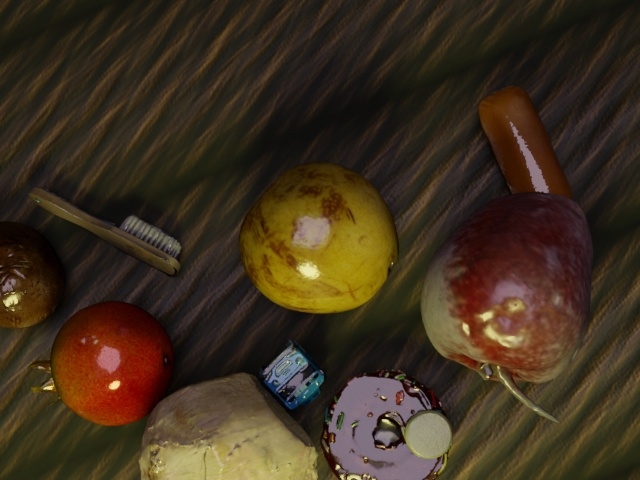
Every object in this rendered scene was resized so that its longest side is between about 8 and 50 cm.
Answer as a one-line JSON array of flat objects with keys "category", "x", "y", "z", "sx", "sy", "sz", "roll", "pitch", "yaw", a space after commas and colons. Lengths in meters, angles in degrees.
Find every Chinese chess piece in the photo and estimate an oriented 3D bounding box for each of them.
[{"category": "Chinese chess piece", "x": 0.187, "y": 0.334, "z": 1.700, "sx": 0.084, "sy": 0.034, "sz": 0.084, "roll": 0, "pitch": 84, "yaw": 0}]

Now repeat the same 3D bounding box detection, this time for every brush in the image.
[{"category": "brush", "x": -0.400, "y": -0.033, "z": 1.865, "sx": 0.328, "sy": 0.070, "sz": 0.065, "roll": 25, "pitch": 66, "yaw": 8}]

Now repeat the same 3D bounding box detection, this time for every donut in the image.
[{"category": "donut", "x": 0.118, "y": 0.346, "z": 1.762, "sx": 0.235, "sy": 0.089, "sz": 0.235, "roll": -1, "pitch": 82, "yaw": 4}]

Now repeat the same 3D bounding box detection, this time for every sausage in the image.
[{"category": "sausage", "x": 0.378, "y": -0.151, "z": 1.813, "sx": 0.105, "sy": 0.105, "sz": 0.274, "roll": -22, "pitch": 81, "yaw": 0}]

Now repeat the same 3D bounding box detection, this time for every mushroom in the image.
[{"category": "mushroom", "x": -0.589, "y": 0.057, "z": 1.821, "sx": 0.232, "sy": 0.138, "sz": 0.194, "roll": 14, "pitch": 83, "yaw": 5}]

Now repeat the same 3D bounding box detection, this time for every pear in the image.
[{"category": "pear", "x": 0.000, "y": 0.000, "z": 1.734, "sx": 0.281, "sy": 0.281, "sz": 0.280, "roll": 0, "pitch": 82, "yaw": 3}]

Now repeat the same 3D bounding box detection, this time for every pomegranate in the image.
[{"category": "pomegranate", "x": -0.388, "y": 0.219, "z": 1.748, "sx": 0.257, "sy": 0.221, "sz": 0.220, "roll": -15, "pitch": 81, "yaw": 3}]

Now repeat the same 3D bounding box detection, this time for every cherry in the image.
[{"category": "cherry", "x": 0.323, "y": 0.088, "z": 1.685, "sx": 0.292, "sy": 0.326, "sz": 0.334, "roll": 20, "pitch": 50, "yaw": 5}]

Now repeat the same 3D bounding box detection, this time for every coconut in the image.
[{"category": "coconut", "x": -0.171, "y": 0.379, "z": 1.649, "sx": 0.255, "sy": 0.297, "sz": 0.297, "roll": -21, "pitch": 79, "yaw": -37}]

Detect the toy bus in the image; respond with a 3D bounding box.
[{"category": "toy bus", "x": -0.045, "y": 0.239, "z": 1.740, "sx": 0.090, "sy": 0.184, "sz": 0.106, "roll": -42, "pitch": 84, "yaw": -3}]
